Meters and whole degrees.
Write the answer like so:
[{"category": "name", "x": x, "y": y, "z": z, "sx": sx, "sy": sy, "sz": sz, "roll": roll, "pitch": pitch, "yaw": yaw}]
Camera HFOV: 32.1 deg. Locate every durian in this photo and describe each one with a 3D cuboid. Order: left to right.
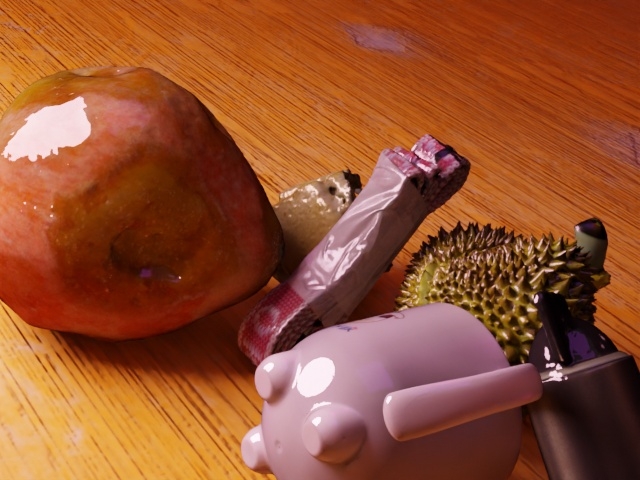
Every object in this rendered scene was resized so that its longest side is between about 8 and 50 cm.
[{"category": "durian", "x": 0.140, "y": 0.060, "z": 0.877, "sx": 0.159, "sy": 0.146, "sz": 0.198, "roll": 6, "pitch": 13, "yaw": 20}]

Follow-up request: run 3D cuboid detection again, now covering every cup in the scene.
[{"category": "cup", "x": 0.044, "y": 0.121, "z": 0.697, "sx": 0.142, "sy": 0.134, "sz": 0.173, "roll": -8, "pitch": 19, "yaw": -34}]

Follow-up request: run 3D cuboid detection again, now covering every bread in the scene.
[{"category": "bread", "x": 0.000, "y": 0.002, "z": 0.986, "sx": 0.103, "sy": 0.110, "sz": 0.156, "roll": 65, "pitch": 7, "yaw": 13}]

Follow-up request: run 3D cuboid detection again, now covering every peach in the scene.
[{"category": "peach", "x": -0.141, "y": -0.026, "z": 0.855, "sx": 0.235, "sy": 0.214, "sz": 0.214, "roll": 15, "pitch": 24, "yaw": -9}]

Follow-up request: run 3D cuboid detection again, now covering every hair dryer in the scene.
[{"category": "hair dryer", "x": 0.211, "y": 0.130, "z": 0.769, "sx": 0.078, "sy": 0.196, "sz": 0.248, "roll": -21, "pitch": -13, "yaw": 23}]

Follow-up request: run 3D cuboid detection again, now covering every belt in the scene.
[{"category": "belt", "x": 0.025, "y": 0.009, "z": 0.862, "sx": 0.053, "sy": 0.232, "sz": 0.071, "roll": 35, "pitch": -9, "yaw": 40}]
